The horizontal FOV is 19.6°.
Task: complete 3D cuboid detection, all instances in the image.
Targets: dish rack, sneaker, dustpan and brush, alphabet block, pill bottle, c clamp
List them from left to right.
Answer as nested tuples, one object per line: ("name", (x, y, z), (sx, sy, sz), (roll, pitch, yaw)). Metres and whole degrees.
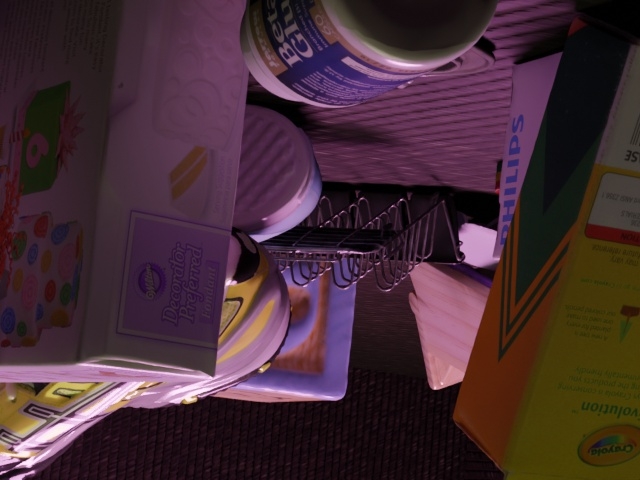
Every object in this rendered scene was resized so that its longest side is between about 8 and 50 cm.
("sneaker", (-0.211, 0.081, 1.371), (0.385, 0.145, 0.147), (-26, 155, -9))
("sneaker", (-0.176, -0.037, 1.495), (0.366, 0.135, 0.150), (4, 167, 11))
("alphabet block", (-0.088, 0.065, 1.944), (0.192, 0.193, 0.197), (11, 170, -22))
("dish rack", (0.000, 0.000, 1.628), (0.208, 0.074, 0.271), (2, -169, 17))
("pill bottle", (0.016, -0.119, 0.945), (0.094, 0.094, 0.169), (8, 171, -19))
("c clamp", (0.037, -0.119, 1.182), (0.137, 0.022, 0.161), (2, 172, 23))
("dustpan and brush", (0.168, -0.003, 1.819), (0.147, 0.060, 0.211), (15, 163, -18))

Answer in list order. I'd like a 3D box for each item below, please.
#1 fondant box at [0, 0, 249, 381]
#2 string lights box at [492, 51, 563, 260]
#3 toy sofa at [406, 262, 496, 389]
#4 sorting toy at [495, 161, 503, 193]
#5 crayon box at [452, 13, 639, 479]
("fondant box", (-0.175, -0.032, 1.169), (0.096, 0.238, 0.330), (11, 170, -33))
("string lights box", (0.249, -0.035, 1.233), (0.260, 0.133, 0.077), (9, 173, -23))
("toy sofa", (0.232, 0.094, 1.869), (0.150, 0.177, 0.362), (-18, -162, -19))
("sorting toy", (0.287, -0.025, 1.581), (0.275, 0.046, 0.132), (4, 172, 8))
("crayon box", (0.209, 0.038, 1.132), (0.202, 0.318, 0.081), (10, -165, -24))
